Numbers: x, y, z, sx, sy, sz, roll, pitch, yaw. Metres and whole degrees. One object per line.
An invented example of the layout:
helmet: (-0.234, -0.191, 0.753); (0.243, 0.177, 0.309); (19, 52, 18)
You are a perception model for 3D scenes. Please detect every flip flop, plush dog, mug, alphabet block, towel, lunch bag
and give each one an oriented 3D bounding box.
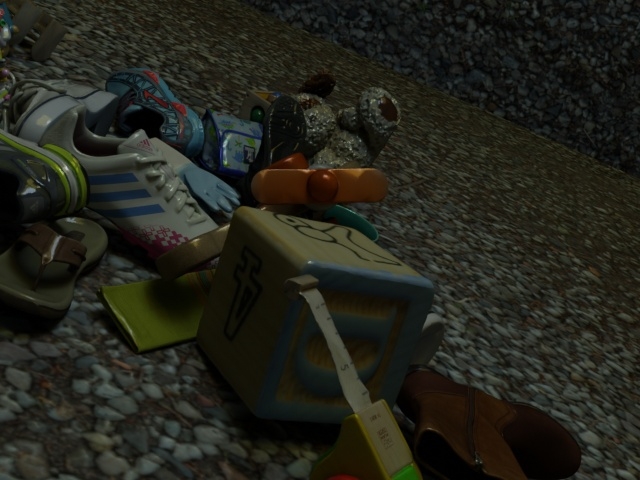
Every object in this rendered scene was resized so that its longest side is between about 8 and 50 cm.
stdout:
flip flop: (-0.329, 0.014, 1.153); (0.112, 0.080, 0.277); (24, 21, -1)
plush dog: (0.006, -0.212, 1.907); (0.225, 0.262, 0.210); (35, -12, 2)
mug: (0.009, 0.002, 1.518); (0.129, 0.097, 0.157); (1, 30, -44)
alphabet block: (-0.012, 0.089, 1.122); (0.192, 0.194, 0.197); (13, 14, -31)
towel: (-0.174, 0.084, 1.211); (0.102, 0.021, 0.237); (49, 30, 21)
lunch bag: (-0.158, -0.165, 1.752); (0.128, 0.096, 0.151); (12, 39, -36)

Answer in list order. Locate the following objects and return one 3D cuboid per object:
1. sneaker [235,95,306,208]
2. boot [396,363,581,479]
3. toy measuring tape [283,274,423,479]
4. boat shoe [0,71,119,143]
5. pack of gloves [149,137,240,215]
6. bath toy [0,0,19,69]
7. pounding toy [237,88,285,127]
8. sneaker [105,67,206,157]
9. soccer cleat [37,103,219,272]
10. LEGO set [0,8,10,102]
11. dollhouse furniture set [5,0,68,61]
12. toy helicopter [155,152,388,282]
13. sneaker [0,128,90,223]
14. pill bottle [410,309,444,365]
sneaker: (-0.092, -0.141, 1.641); (0.087, 0.228, 0.130); (17, -23, -31)
boot: (0.214, 0.237, 1.063); (0.264, 0.096, 0.280); (34, 3, -5)
toy measuring tape: (0.017, 0.202, 0.951); (0.121, 0.121, 0.330); (-11, 71, -56)
boat shoe: (-0.442, -0.204, 1.472); (0.156, 0.136, 0.367); (24, 19, -3)
pack of gloves: (-0.261, -0.078, 1.523); (0.232, 0.046, 0.195); (33, 36, 24)
bath toy: (-0.593, -0.297, 1.546); (0.128, 0.152, 0.348); (-14, 29, 1)
pounding toy: (-0.101, -0.287, 2.073); (0.130, 0.100, 0.141); (36, 24, 29)
sneaker: (-0.331, -0.247, 1.735); (0.262, 0.104, 0.125); (37, 27, 30)
soccer cleat: (-0.240, -0.066, 1.311); (0.331, 0.143, 0.116); (30, 19, -14)
LEGO set: (-0.499, -0.252, 1.348); (0.132, 0.287, 0.107); (32, -21, -33)
dollhouse furniture set: (-0.675, -0.450, 1.860); (0.212, 0.161, 0.242); (39, 3, 32)
toy helicopter: (-0.066, -0.030, 1.261); (0.355, 0.235, 0.140); (-29, 93, -41)
sneaker: (-0.453, -0.096, 1.208); (0.299, 0.111, 0.121); (15, 24, 18)
pill bottle: (0.061, 0.100, 1.315); (0.208, 0.119, 0.119); (37, 24, 29)
